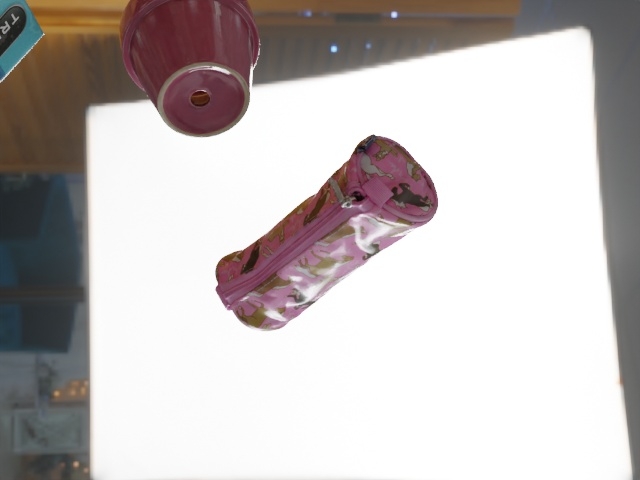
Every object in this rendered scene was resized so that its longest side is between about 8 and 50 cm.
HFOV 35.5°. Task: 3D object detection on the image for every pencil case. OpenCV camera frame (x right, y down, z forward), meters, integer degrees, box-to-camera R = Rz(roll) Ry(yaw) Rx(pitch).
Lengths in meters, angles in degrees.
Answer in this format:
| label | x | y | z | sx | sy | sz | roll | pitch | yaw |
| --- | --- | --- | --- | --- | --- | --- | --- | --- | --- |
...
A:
| label | x | y | z | sx | sy | sz | roll | pitch | yaw |
| --- | --- | --- | --- | --- | --- | --- | --- | --- | --- |
| pencil case | 0.000 | 0.000 | 1.523 | 0.386 | 0.167 | 0.160 | -38 | -146 | 39 |

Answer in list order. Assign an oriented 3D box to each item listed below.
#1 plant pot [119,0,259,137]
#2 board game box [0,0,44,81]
| label | x | y | z | sx | sy | sz | roll | pitch | yaw |
| --- | --- | --- | --- | --- | --- | --- | --- | --- | --- |
| plant pot | -0.177 | -0.249 | 1.420 | 0.201 | 0.201 | 0.180 | 96 | -17 | -44 |
| board game box | -0.449 | -0.247 | 1.028 | 0.253 | 0.079 | 0.336 | -55 | 158 | -20 |
